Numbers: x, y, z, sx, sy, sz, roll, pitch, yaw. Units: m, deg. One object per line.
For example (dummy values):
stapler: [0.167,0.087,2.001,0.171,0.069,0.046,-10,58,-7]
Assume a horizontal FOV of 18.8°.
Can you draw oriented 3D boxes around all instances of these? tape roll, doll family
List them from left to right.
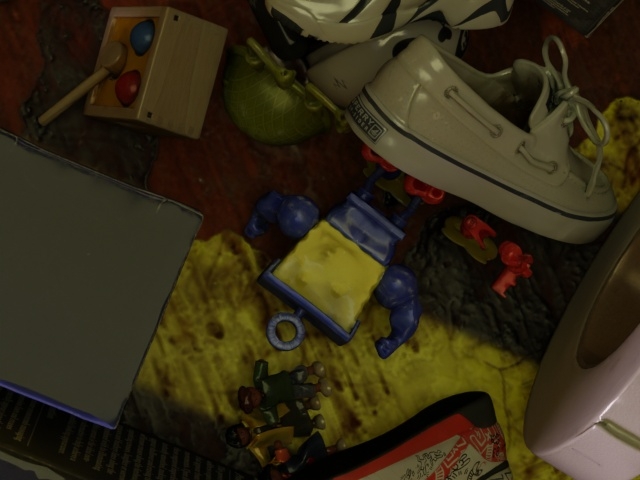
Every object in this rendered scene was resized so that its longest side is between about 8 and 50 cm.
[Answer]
doll family: [-0.038,0.210,1.869,0.111,0.076,0.193,-15,85,-27]
tape roll: [0.319,0.047,1.766,0.072,0.392,0.392,31,85,-6]

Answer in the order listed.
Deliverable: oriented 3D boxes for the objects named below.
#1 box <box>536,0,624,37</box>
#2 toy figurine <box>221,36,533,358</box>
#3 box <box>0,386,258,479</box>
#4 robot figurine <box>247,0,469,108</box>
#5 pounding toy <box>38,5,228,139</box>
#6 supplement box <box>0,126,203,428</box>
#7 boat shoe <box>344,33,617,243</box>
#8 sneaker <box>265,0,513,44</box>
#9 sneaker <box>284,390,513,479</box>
box: [0.164,-0.417,1.832,0.395,0.097,0.318,35,51,-5]
toy figurine: [0.000,0.000,1.833,0.362,0.191,0.217,37,89,-4]
box: [-0.287,0.299,1.738,0.395,0.212,0.293,23,99,-6]
robot figurine: [0.034,-0.261,1.843,0.209,0.173,0.278,-23,91,5]
pounding toy: [-0.180,-0.156,1.841,0.100,0.141,0.130,18,85,-35]
supplement box: [-0.237,0.032,1.707,0.194,0.356,0.195,23,85,-7]
boat shoe: [0.189,-0.114,1.793,0.367,0.136,0.156,21,115,-43]
sneaker: [0.069,-0.260,1.681,0.235,0.094,0.153,-2,125,-15]
sneaker: [0.079,0.257,1.841,0.270,0.090,0.145,-23,98,-33]
